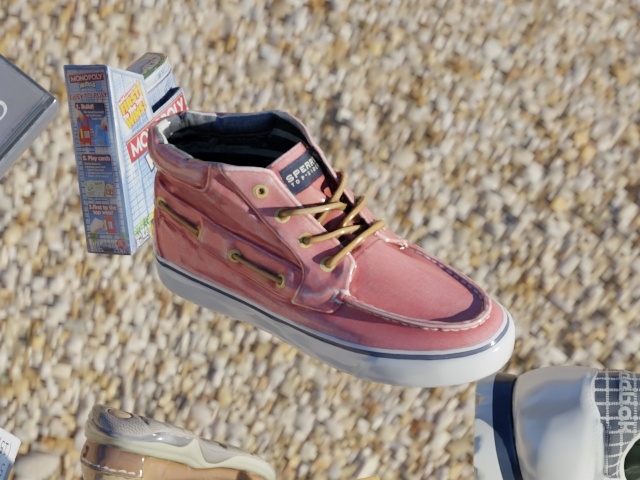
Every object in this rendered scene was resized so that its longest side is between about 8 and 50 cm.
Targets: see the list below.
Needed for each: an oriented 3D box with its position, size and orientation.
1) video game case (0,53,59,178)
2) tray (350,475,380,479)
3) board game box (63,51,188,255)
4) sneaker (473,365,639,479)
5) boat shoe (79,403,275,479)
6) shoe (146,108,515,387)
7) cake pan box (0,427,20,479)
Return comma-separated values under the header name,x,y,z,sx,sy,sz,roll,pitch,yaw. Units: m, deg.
name,x,y,z,sx,sy,sz,roll,pitch,yaw
video game case,-0.306,-0.084,0.913,0.274,0.026,0.196,38,76,4
tray,-0.055,0.378,1.869,0.411,0.076,0.203,-3,52,-41
board game box,-0.195,-0.115,1.810,0.060,0.194,0.194,3,31,27
sneaker,0.150,0.141,0.891,0.094,0.235,0.090,-12,55,16
boat shoe,-0.147,0.245,1.701,0.123,0.324,0.116,11,80,28
shoe,0.000,0.000,0.739,0.178,0.081,0.063,18,42,27
cake pan box,-0.321,0.182,1.042,0.267,0.070,0.246,41,56,-40
